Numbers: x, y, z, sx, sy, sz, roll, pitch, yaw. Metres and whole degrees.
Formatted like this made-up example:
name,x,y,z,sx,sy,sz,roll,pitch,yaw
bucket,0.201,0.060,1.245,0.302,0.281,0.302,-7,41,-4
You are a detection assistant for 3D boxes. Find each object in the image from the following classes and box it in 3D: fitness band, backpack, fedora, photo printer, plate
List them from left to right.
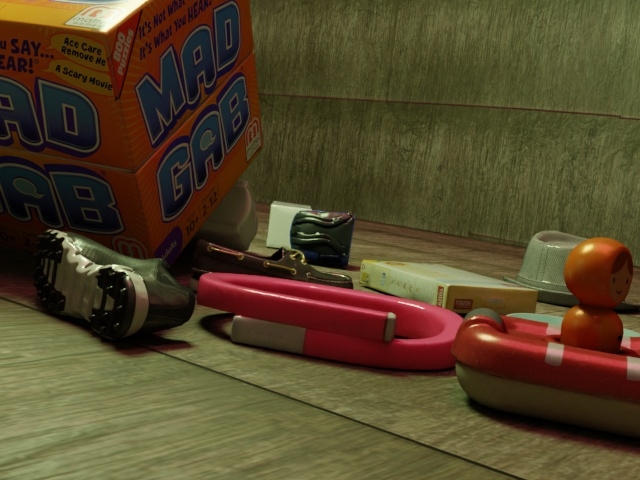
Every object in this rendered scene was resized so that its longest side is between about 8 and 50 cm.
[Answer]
name,x,y,z,sx,sy,sz,roll,pitch,yaw
photo printer,-0.241,-0.054,1.503,0.255,0.107,0.307,10,-8,-1
backpack,0.000,0.000,1.606,0.120,0.098,0.101,8,-24,2
fitness band,0.010,0.078,0.883,0.290,0.054,0.209,10,5,11
fedora,0.477,0.051,1.566,0.275,0.125,0.243,4,6,-35
plate,0.328,0.122,1.059,0.188,0.024,0.188,7,4,0

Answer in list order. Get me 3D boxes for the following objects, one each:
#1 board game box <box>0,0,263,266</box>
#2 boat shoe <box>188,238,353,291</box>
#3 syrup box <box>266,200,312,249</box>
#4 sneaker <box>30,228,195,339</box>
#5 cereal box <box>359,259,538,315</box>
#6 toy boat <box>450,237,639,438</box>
name,x,y,z,sx,sy,sz,roll,pitch,yaw
board game box,-0.325,-0.217,1.183,0.356,0.357,0.357,11,41,18
boat shoe,-0.058,0.042,1.108,0.227,0.069,0.081,6,5,-18
syrup box,-0.070,-0.035,1.899,0.096,0.093,0.237,7,4,-1
sneaker,-0.205,0.044,0.829,0.106,0.078,0.234,7,7,-42
cereal box,0.193,0.072,1.300,0.172,0.048,0.240,5,6,-28
toy boat,0.232,0.073,0.703,0.230,0.151,0.151,9,5,14
